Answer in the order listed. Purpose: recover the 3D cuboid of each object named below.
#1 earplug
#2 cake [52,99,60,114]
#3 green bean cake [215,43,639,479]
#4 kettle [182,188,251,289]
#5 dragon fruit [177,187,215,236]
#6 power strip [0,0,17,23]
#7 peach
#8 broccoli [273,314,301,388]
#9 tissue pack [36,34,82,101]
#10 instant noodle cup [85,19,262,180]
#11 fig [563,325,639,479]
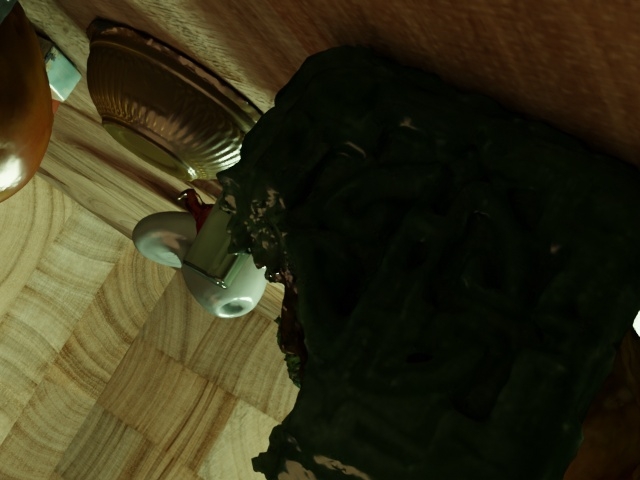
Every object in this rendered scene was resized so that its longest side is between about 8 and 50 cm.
[{"bbox_3d":[-0.254,0.041,1.918,0.326,0.175,0.214,26,167,27],"label":"earplug"},{"bbox_3d":[-0.525,-0.232,1.453,0.177,0.150,0.283,23,177,-40],"label":"cake"},{"bbox_3d":[0.056,0.045,0.643,0.300,0.307,0.169,25,164,17],"label":"green bean cake"},{"bbox_3d":[-0.146,0.002,1.491,0.127,0.148,0.098,22,166,36],"label":"kettle"},{"bbox_3d":[-0.198,-0.035,1.646,0.190,0.094,0.094,29,171,36],"label":"dragon fruit"},{"bbox_3d":[-0.399,-0.292,0.887,0.257,0.105,0.070,27,169,13],"label":"power strip"},{"bbox_3d":[-0.487,-0.163,1.051,0.343,0.301,0.343,-9,-170,2],"label":"peach"},{"bbox_3d":[0.037,0.156,1.559,0.270,0.270,0.270,22,136,42],"label":"broccoli"},{"bbox_3d":[-0.383,-0.239,1.239,0.074,0.058,0.094,25,169,18],"label":"tissue pack"},{"bbox_3d":[-0.178,-0.138,1.057,0.274,0.090,0.274,29,169,6],"label":"instant noodle cup"},{"bbox_3d":[0.227,0.137,0.873,0.369,0.286,0.286,-6,-165,-37],"label":"fig"}]
